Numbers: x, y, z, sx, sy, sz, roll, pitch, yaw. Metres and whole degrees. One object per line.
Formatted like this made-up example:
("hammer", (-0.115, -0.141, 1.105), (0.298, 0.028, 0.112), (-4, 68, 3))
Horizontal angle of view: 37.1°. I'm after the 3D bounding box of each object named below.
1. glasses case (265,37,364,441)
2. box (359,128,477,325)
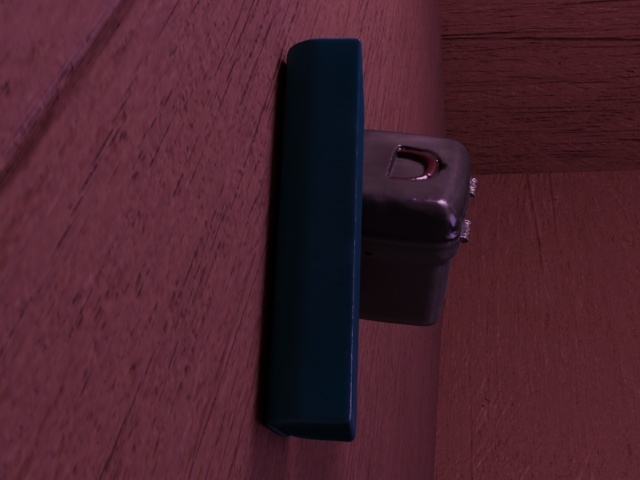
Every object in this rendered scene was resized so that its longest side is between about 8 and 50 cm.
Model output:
("glasses case", (-0.001, 0.001, 0.752), (0.117, 0.070, 0.301), (78, 12, -70))
("box", (0.072, -0.018, 0.928), (0.210, 0.148, 0.129), (-64, 159, -63))
